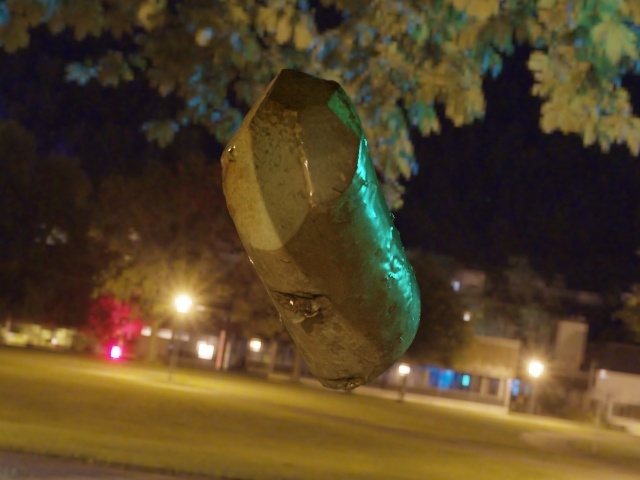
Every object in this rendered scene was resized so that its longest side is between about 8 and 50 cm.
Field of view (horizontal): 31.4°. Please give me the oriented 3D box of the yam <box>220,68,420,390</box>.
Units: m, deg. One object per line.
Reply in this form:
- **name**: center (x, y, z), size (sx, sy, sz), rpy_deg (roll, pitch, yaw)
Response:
- **yam**: center (0.000, 0.000, 0.507), size (0.069, 0.070, 0.146), rpy_deg (5, -44, 31)
